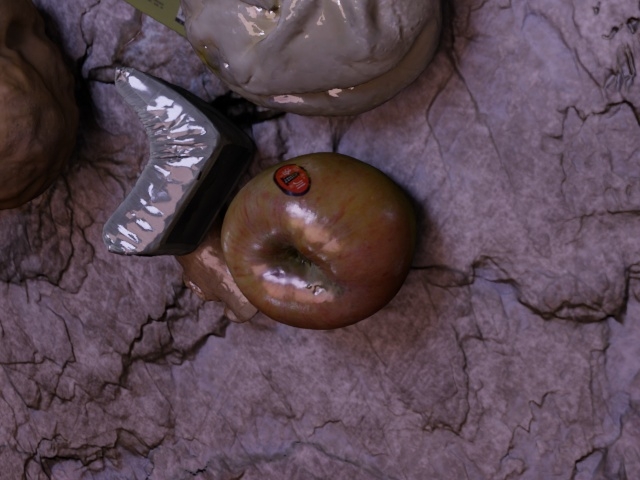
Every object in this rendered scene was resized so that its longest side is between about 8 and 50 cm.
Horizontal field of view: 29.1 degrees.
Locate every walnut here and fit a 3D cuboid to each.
[{"bbox_3d":[-0.521,-0.197,1.770,0.384,0.383,0.383,12,116,26],"label":"walnut"}]

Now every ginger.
[{"bbox_3d":[-0.158,0.023,1.831,0.137,0.074,0.213,-42,90,19],"label":"ginger"}]

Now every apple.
[{"bbox_3d":[0.000,0.000,1.653,0.261,0.194,0.260,12,118,24],"label":"apple"}]

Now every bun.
[{"bbox_3d":[-0.025,-0.308,1.510,0.365,0.219,0.365,12,119,22],"label":"bun"}]

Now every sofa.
[{"bbox_3d":[-0.226,-0.100,1.701,0.176,0.210,0.225,33,99,11],"label":"sofa"}]

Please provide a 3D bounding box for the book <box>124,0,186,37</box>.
[{"bbox_3d":[-0.170,-0.451,1.657,0.239,0.035,0.352,33,123,12],"label":"book"}]
